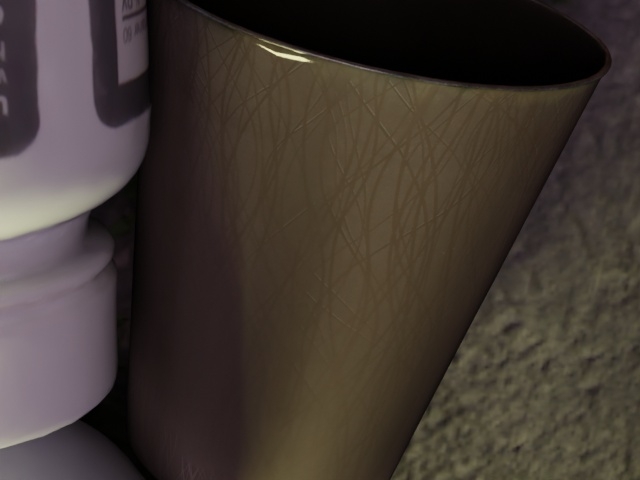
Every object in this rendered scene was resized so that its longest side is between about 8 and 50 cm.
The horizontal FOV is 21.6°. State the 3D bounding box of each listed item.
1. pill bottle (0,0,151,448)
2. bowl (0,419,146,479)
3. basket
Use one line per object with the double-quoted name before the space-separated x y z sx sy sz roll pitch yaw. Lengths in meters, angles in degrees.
"pill bottle" -0.167 -0.114 0.622 0.204 0.204 0.361 -1 105 -5
"bowl" -0.205 0.148 0.749 0.298 0.298 0.134 -29 78 7
"basket" 0.000 0.000 0.743 0.204 0.154 0.227 4 118 -22
